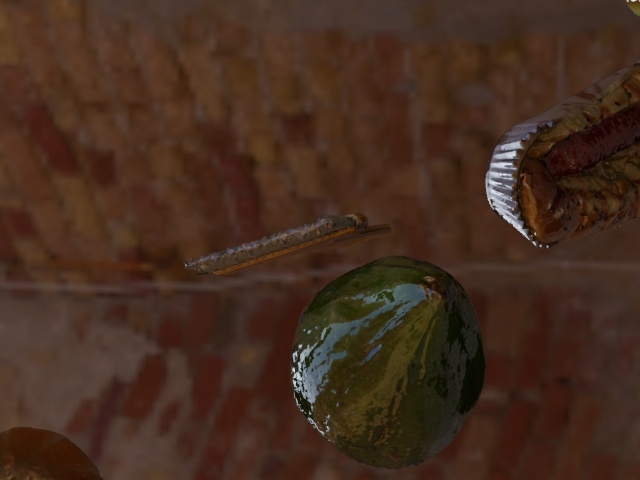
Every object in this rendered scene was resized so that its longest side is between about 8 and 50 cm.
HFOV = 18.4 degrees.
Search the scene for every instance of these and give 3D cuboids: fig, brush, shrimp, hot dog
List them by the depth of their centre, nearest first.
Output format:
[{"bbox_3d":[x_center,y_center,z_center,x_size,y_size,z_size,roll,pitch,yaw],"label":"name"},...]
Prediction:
[{"bbox_3d":[0.052,0.062,1.174,0.156,0.123,0.123,-44,33,53],"label":"fig"},{"bbox_3d":[0.000,0.000,1.321,0.272,0.103,0.013,-7,-100,-74],"label":"brush"},{"bbox_3d":[-0.207,0.253,1.498,0.249,0.150,0.068,54,166,24],"label":"shrimp"},{"bbox_3d":[0.223,-0.068,1.621,0.252,0.069,0.131,-23,-69,-45],"label":"hot dog"}]

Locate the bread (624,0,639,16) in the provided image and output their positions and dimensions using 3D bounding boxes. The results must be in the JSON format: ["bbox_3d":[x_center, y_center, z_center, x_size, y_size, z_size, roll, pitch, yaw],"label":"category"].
[{"bbox_3d":[0.325,-0.272,1.252,0.077,0.138,0.361,41,-109,-27],"label":"bread"}]
